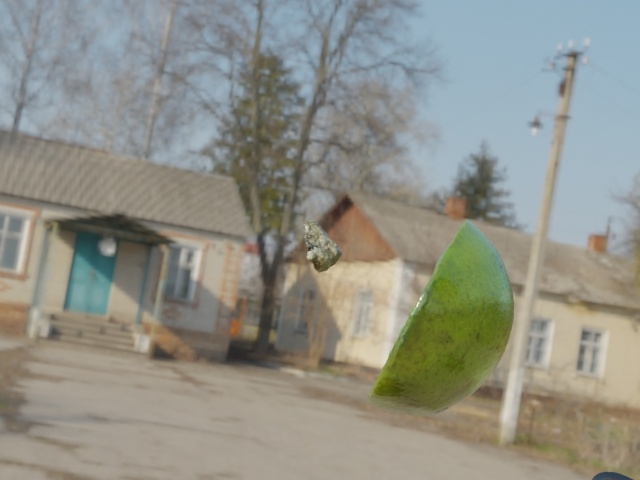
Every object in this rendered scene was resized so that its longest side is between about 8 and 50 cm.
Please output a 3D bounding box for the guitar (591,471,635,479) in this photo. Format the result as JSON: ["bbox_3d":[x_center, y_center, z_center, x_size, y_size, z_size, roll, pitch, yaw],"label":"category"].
[{"bbox_3d":[0.450,0.335,1.310,0.233,0.025,0.088,5,32,9],"label":"guitar"}]

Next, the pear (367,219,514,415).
[{"bbox_3d":[0.168,0.123,1.387,0.139,0.288,0.239,30,6,17],"label":"pear"}]

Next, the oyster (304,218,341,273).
[{"bbox_3d":[0.000,0.000,1.308,0.038,0.083,0.080,-23,-27,16],"label":"oyster"}]
